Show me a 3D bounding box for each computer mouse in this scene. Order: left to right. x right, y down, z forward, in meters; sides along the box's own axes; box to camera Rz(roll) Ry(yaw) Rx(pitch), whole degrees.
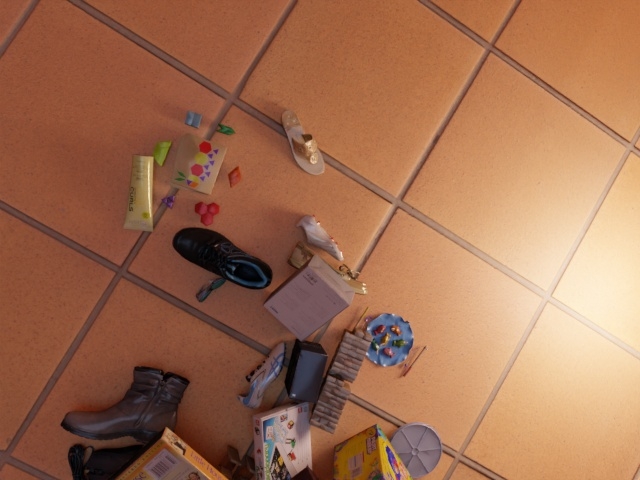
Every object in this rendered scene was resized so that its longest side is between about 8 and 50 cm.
[{"bbox_3d":[-0.645,0.722,1.416,0.273,0.072,0.188,-6,90,-9],"label":"computer mouse"}]

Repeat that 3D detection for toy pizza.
[{"bbox_3d":[0.325,0.727,1.582,0.202,0.032,0.201,0,93,-8],"label":"toy pizza"}]

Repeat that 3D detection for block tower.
[{"bbox_3d":[0.066,0.452,1.502,0.091,0.097,0.335,23,87,2],"label":"block tower"}]

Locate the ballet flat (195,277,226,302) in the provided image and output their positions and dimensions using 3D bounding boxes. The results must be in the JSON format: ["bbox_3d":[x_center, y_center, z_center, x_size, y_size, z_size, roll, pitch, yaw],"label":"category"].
[{"bbox_3d":[-0.360,0.151,1.477,0.114,0.041,0.041,-42,96,-8],"label":"ballet flat"}]

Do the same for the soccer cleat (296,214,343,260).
[{"bbox_3d":[0.000,0.000,1.520,0.076,0.068,0.196,-40,88,-2],"label":"soccer cleat"}]

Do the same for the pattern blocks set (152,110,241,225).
[{"bbox_3d":[-0.399,-0.241,1.475,0.286,0.026,0.324,28,86,-7],"label":"pattern blocks set"}]

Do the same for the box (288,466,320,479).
[{"bbox_3d":[-0.031,0.828,1.333,0.167,0.203,0.168,-35,122,-10],"label":"box"}]

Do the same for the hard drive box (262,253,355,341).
[{"bbox_3d":[-0.038,0.185,1.442,0.181,0.089,0.232,45,118,-7],"label":"hard drive box"}]

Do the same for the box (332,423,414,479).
[{"bbox_3d":[0.183,0.795,1.416,0.177,0.290,0.279,-31,95,7],"label":"box"}]

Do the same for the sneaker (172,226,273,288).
[{"bbox_3d":[-0.305,0.053,1.433,0.341,0.140,0.124,24,88,-7],"label":"sneaker"}]

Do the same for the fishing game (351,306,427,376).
[{"bbox_3d":[0.238,0.345,1.566,0.264,0.041,0.189,38,87,-7],"label":"fishing game"}]

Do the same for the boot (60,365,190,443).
[{"bbox_3d":[-0.598,0.495,1.415,0.339,0.118,0.222,13,85,-19],"label":"boot"}]

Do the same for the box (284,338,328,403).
[{"bbox_3d":[-0.048,0.416,1.462,0.093,0.158,0.155,15,88,-8],"label":"box"}]

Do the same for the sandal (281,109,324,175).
[{"bbox_3d":[-0.060,-0.325,1.500,0.088,0.079,0.239,-29,94,-7],"label":"sandal"}]

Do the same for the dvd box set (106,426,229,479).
[{"bbox_3d":[-0.411,0.785,1.325,0.308,0.062,0.420,-43,101,4],"label":"dvd box set"}]

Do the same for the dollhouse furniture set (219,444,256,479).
[{"bbox_3d":[-0.366,0.773,1.451,0.259,0.135,0.261,37,85,-18],"label":"dollhouse furniture set"}]

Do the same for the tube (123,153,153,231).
[{"bbox_3d":[-0.566,-0.149,1.434,0.070,0.062,0.239,15,101,33],"label":"tube"}]

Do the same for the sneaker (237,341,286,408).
[{"bbox_3d":[-0.186,0.432,1.479,0.086,0.085,0.237,32,84,-12],"label":"sneaker"}]

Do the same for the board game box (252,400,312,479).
[{"bbox_3d":[-0.117,0.689,1.460,0.193,0.053,0.304,-3,90,-40],"label":"board game box"}]

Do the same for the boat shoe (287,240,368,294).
[{"bbox_3d":[0.035,0.098,1.502,0.286,0.104,0.089,25,85,-6],"label":"boat shoe"}]
